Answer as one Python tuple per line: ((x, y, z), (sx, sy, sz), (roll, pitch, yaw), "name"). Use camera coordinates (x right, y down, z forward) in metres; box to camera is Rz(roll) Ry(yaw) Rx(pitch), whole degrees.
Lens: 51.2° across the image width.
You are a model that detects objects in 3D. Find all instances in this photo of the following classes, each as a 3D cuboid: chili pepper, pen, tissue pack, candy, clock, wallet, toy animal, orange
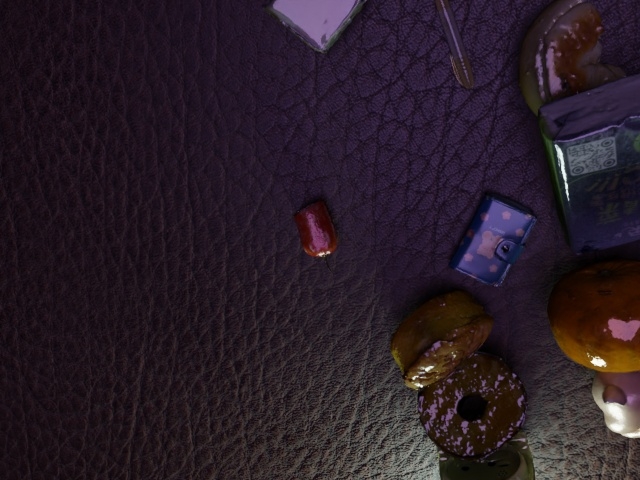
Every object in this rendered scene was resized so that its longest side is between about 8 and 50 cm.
((0.000, 0.000, 1.626), (0.086, 0.084, 0.192), (-16, 99, 31), "chili pepper")
((0.290, -0.445, 1.472), (0.040, 0.032, 0.233), (-14, 103, 38), "pen")
((0.615, -0.148, 1.348), (0.288, 0.124, 0.394), (-18, 140, 16), "tissue pack")
((-0.007, -0.523, 1.443), (0.195, 0.137, 0.185), (37, 109, -4), "candy")
((0.401, 0.578, 1.608), (0.235, 0.308, 0.096), (-12, 105, 12), "clock")
((0.407, 0.000, 1.567), (0.141, 0.059, 0.202), (24, 108, 0), "wallet")
((0.757, 0.380, 1.563), (0.256, 0.195, 0.213), (21, 141, 6), "toy animal")
((0.643, 0.164, 1.457), (0.283, 0.284, 0.226), (-10, 104, 13), "orange")

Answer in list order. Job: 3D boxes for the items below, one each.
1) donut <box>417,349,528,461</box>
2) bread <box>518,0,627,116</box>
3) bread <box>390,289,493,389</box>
((0.376, 0.399, 1.637), (0.272, 0.107, 0.272), (-3, 83, 25), "donut")
((0.516, -0.329, 1.384), (0.192, 0.171, 0.314), (-37, 103, 5), "bread")
((0.271, 0.229, 1.583), (0.260, 0.147, 0.160), (-40, 54, 16), "bread")
